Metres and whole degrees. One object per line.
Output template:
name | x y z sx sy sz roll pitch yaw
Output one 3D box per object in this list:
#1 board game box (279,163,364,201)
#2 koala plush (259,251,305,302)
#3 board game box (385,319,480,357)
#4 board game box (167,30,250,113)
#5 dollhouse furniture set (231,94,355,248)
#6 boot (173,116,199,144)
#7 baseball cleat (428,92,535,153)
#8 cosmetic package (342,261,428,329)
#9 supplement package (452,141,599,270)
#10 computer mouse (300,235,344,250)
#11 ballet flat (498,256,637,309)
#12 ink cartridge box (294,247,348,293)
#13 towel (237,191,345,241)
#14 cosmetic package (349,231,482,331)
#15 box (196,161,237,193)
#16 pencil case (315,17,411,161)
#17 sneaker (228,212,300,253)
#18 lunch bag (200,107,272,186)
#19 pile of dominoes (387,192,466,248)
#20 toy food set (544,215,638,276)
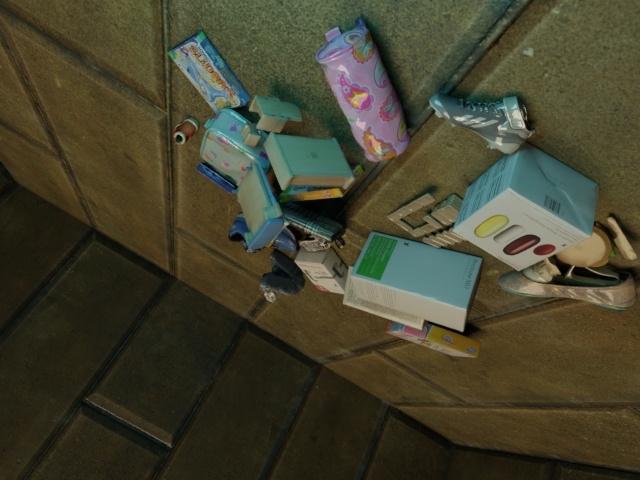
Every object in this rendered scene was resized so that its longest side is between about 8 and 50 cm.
board game box | -0.008 -0.164 1.198 0.259 0.124 0.039 -3 127 45
koala plush | -0.197 0.194 1.926 0.203 0.196 0.221 26 150 -15
board game box | 0.445 0.391 1.666 0.316 0.064 0.242 19 165 0
board game box | -0.297 -0.443 1.100 0.136 0.035 0.201 2 142 42
dollhouse furniture set | -0.104 -0.166 1.108 0.198 0.287 0.303 -5 151 -37
boot | -0.468 -0.351 1.370 0.059 0.085 0.157 40 153 -23
baseball cleat | 0.322 -0.256 0.808 0.205 0.072 0.109 27 139 -6
cosmetic package | 0.250 0.193 1.495 0.309 0.113 0.160 16 107 27
supplement package | 0.442 -0.068 0.903 0.194 0.149 0.203 30 152 -2
computer mouse | 0.000 0.000 1.564 0.192 0.042 0.106 -8 140 42
ballet flat | 0.636 0.094 1.073 0.315 0.107 0.106 6 125 29
ink cartridge box | 0.018 0.120 1.693 0.158 0.092 0.218 4 141 40
towel | -0.073 -0.086 1.316 0.312 0.056 0.324 23 -172 7
cosmetic package | 0.305 0.124 1.312 0.365 0.197 0.155 13 148 26
box | -0.352 -0.217 1.416 0.136 0.037 0.225 35 -177 -10
pencil case | 0.097 -0.306 0.875 0.124 0.124 0.284 3 142 41
sneaker | -0.234 0.002 1.673 0.329 0.147 0.130 15 150 25
lunch bag | -0.253 -0.274 1.247 0.224 0.108 0.279 36 158 -13
pile of dominoes | 0.330 -0.060 1.175 0.195 0.040 0.251 34 161 -9
toy food set | 0.621 0.011 0.975 0.192 0.038 0.132 -25 102 50
